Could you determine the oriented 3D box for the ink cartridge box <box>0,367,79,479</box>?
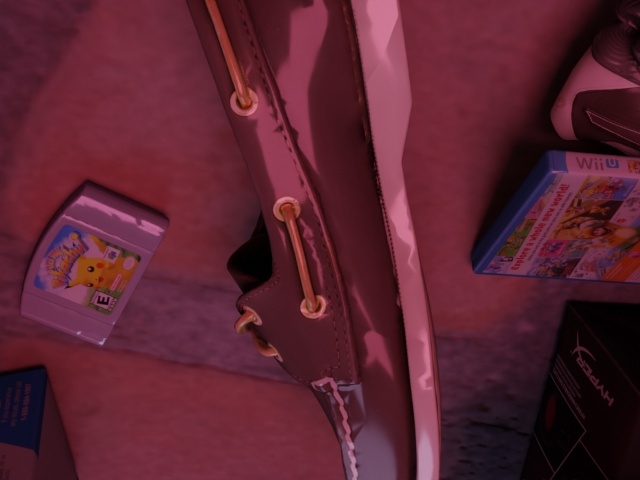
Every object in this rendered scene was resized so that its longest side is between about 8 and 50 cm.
[{"bbox_3d":[-0.232,0.153,0.508,0.203,0.148,0.086,-11,119,-5],"label":"ink cartridge box"}]

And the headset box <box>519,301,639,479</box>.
[{"bbox_3d":[0.236,0.194,0.640,0.218,0.110,0.293,3,115,-12],"label":"headset box"}]

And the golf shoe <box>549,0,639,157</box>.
[{"bbox_3d":[0.209,-0.056,0.546,0.198,0.077,0.094,26,130,-22],"label":"golf shoe"}]

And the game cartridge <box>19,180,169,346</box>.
[{"bbox_3d":[-0.122,0.013,0.536,0.056,0.017,0.083,25,108,-17],"label":"game cartridge"}]

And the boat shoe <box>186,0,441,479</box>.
[{"bbox_3d":[0.000,0.000,0.501,0.096,0.116,0.324,-9,113,-1],"label":"boat shoe"}]

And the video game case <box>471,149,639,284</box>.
[{"bbox_3d":[0.177,-0.007,0.541,0.166,0.015,0.119,4,154,-9],"label":"video game case"}]
